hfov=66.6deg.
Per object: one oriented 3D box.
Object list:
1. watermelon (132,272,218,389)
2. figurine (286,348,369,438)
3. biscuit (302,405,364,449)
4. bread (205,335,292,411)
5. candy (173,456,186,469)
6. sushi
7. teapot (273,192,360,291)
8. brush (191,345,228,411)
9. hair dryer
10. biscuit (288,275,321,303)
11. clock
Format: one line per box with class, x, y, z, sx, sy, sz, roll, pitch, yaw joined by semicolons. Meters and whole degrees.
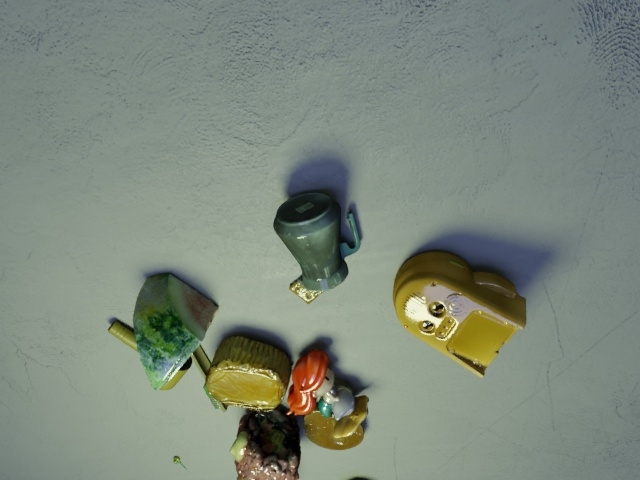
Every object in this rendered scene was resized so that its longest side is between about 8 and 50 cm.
watermelon;-0.430;0.258;1.421;0.193;0.310;0.232;-43;145;26
figurine;0.001;0.471;1.499;0.257;0.181;0.208;47;143;-11
biscuit;0.045;0.631;1.650;0.208;0.049;0.181;5;120;4
bread;-0.218;0.412;1.508;0.253;0.142;0.227;14;119;-4
candy;-0.536;0.858;1.872;0.023;0.025;0.083;0;133;39
sushi;-0.176;0.677;1.579;0.237;0.270;0.171;11;117;-14
teapot;0.000;0.000;1.245;0.203;0.171;0.225;-26;125;-13
brush;-0.368;0.448;1.596;0.048;0.054;0.282;-8;119;22
hair dryer;-0.557;0.359;1.560;0.279;0.090;0.135;37;120;-7
biscuit;-0.037;0.137;1.397;0.081;0.018;0.083;42;116;-15
clock;0.343;0.173;1.283;0.317;0.200;0.244;27;117;1
